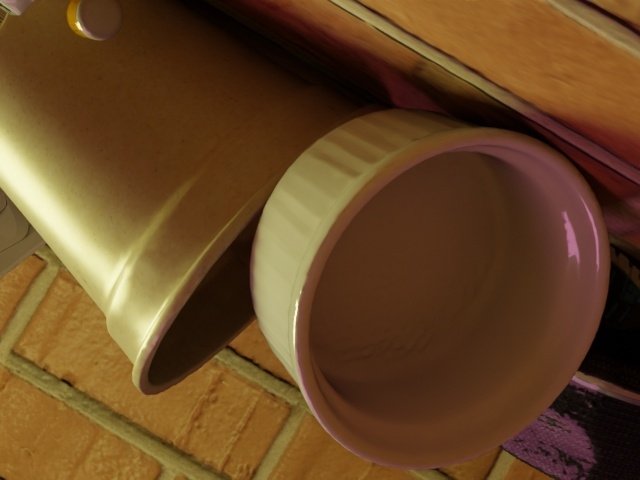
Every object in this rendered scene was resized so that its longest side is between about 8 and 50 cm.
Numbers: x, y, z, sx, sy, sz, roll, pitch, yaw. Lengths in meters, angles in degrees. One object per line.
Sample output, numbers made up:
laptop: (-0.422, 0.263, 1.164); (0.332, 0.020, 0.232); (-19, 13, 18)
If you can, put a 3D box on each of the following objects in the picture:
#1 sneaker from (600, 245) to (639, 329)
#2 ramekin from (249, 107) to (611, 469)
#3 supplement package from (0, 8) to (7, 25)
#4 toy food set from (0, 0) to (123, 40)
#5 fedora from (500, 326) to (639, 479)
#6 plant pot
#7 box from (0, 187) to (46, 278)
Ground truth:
sneaker: (0.230, 0.019, 1.442); (0.191, 0.071, 0.083); (32, -171, 17)
ramekin: (0.079, 0.029, 1.218); (0.277, 0.277, 0.135); (34, -177, -33)
supplement package: (-0.296, -0.138, 1.758); (0.175, 0.177, 0.293); (39, 164, 25)
toy food set: (-0.232, -0.244, 1.185); (0.232, 0.111, 0.104); (36, 174, -24)
fedora: (0.262, 0.148, 1.468); (0.334, 0.152, 0.334); (19, -167, -5)
plant pot: (-0.155, -0.085, 1.394); (0.305, 0.334, 0.334); (41, 177, 10)
box: (-0.411, -0.092, 1.576); (0.231, 0.127, 0.262); (56, 169, -30)
